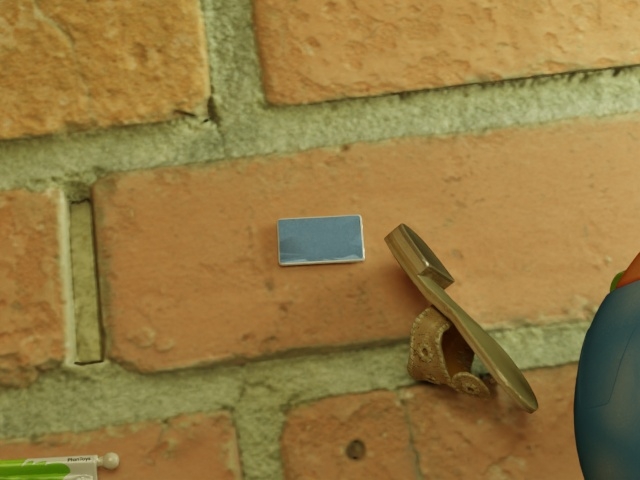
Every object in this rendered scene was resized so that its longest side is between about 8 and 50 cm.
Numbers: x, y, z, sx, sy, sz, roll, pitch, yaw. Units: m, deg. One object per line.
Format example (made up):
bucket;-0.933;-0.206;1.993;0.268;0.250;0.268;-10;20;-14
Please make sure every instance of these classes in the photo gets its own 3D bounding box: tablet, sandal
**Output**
tablet;0.000;0.000;1.699;0.083;0.006;0.054;-3;57;0
sandal;0.109;0.093;1.611;0.079;0.088;0.240;-42;53;12

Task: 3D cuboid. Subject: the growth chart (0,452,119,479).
growth chart;-0.226;0.286;1.507;0.172;0.021;0.237;-8;58;-5

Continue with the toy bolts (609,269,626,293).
toy bolts;0.401;0.080;1.541;0.158;0.218;0.228;-24;78;-21

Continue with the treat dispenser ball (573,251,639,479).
treat dispenser ball;0.299;0.105;1.062;0.288;0.288;0.288;0;57;1
